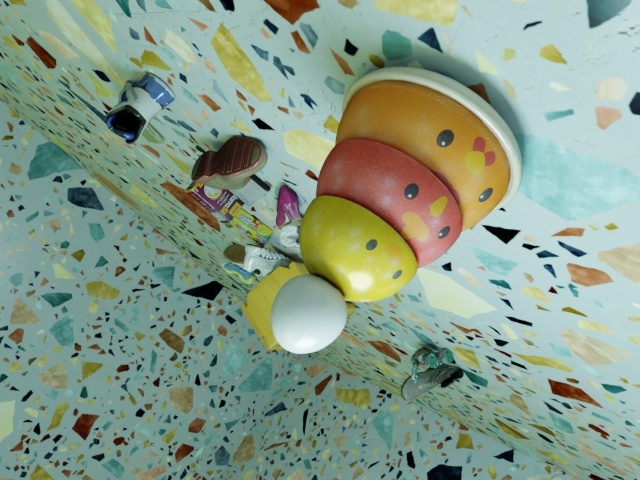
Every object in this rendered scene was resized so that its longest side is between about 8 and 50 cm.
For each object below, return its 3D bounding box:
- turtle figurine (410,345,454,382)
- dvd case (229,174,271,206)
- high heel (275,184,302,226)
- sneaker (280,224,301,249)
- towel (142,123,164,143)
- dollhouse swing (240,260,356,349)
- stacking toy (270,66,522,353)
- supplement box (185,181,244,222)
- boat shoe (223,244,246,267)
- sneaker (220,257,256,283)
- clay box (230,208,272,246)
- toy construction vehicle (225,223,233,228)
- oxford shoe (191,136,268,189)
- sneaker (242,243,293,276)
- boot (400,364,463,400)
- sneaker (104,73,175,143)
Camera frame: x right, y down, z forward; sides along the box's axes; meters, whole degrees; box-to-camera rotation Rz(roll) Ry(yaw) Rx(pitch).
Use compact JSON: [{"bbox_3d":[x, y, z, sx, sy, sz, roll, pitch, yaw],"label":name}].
[{"bbox_3d":[0.423,0.490,2.040,0.118,0.175,0.234,56,153,8],"label":"turtle figurine"},{"bbox_3d":[-0.276,-0.200,1.713,0.180,0.022,0.253,39,161,-13],"label":"dvd case"},{"bbox_3d":[-0.117,-0.109,1.630,0.244,0.082,0.117,179,70,-81],"label":"high heel"},{"bbox_3d":[0.000,0.000,1.653,0.235,0.094,0.153,-2,175,19],"label":"sneaker"},{"bbox_3d":[-0.626,-0.400,1.806,0.110,0.027,0.148,13,153,49],"label":"towel"},{"bbox_3d":[-0.079,0.272,2.180,0.315,0.347,0.305,55,-152,11],"label":"dollhouse swing"},{"bbox_3d":[0.086,-0.013,0.853,0.351,0.479,0.350,30,161,11],"label":"stacking toy"},{"bbox_3d":[-0.385,-0.162,1.860,0.188,0.104,0.081,43,159,-25],"label":"supplement box"},{"bbox_3d":[-0.355,0.101,2.456,0.277,0.098,0.096,20,156,33],"label":"boat shoe"},{"bbox_3d":[-0.445,0.134,2.746,0.240,0.091,0.126,28,142,19],"label":"sneaker"},{"bbox_3d":[-0.301,-0.067,2.028,0.222,0.053,0.127,34,161,-1],"label":"clay box"},{"bbox_3d":[-0.405,-0.089,2.191,0.086,0.035,0.098,28,161,53],"label":"toy construction vehicle"},{"bbox_3d":[-0.246,-0.219,1.502,0.130,0.123,0.348,24,165,-38],"label":"oxford shoe"},{"bbox_3d":[-0.219,0.098,2.109,0.110,0.118,0.292,12,174,38],"label":"sneaker"},{"bbox_3d":[0.459,0.584,2.094,0.083,0.247,0.161,63,161,-2],"label":"boot"},{"bbox_3d":[-0.573,-0.384,1.517,0.127,0.182,0.316,46,158,-27],"label":"sneaker"}]
